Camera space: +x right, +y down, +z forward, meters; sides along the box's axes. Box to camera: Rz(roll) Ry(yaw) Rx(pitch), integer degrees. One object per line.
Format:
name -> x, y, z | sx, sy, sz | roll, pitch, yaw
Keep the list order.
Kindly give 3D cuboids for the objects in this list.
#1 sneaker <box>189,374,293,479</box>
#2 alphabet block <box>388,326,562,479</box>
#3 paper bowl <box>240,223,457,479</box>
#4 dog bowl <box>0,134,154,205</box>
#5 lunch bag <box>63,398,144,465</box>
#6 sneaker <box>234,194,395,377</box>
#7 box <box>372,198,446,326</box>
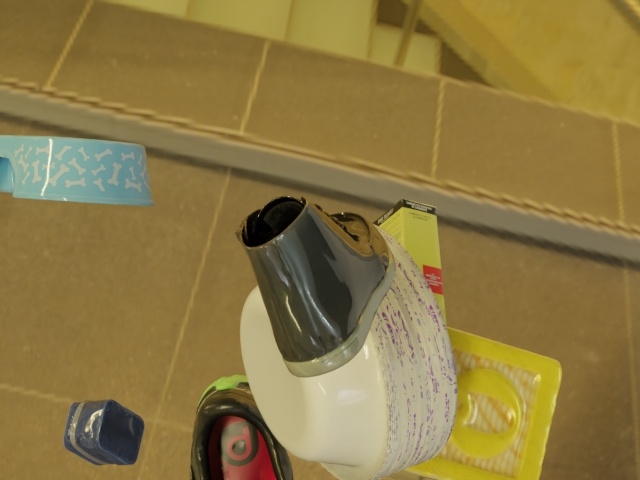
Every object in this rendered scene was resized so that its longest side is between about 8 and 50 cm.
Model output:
sneaker -> -0.101, 0.432, 1.626 | 0.185, 0.202, 0.482 | -17, 82, 6
alphabet block -> 0.183, 0.235, 1.534 | 0.193, 0.197, 0.193 | 16, 76, -10
paper bowl -> 0.013, 0.129, 1.271 | 0.148, 0.284, 0.284 | -16, 53, -25
dog bowl -> -0.319, -0.086, 1.394 | 0.166, 0.074, 0.297 | 2, 3, -41
lunch bag -> -0.269, 0.239, 1.430 | 0.065, 0.098, 0.067 | -5, 58, 27
sneaker -> 0.000, 0.000, 0.905 | 0.083, 0.118, 0.222 | -17, 22, 14
box -> 0.109, 0.071, 1.431 | 0.058, 0.087, 0.232 | 13, 58, -26
